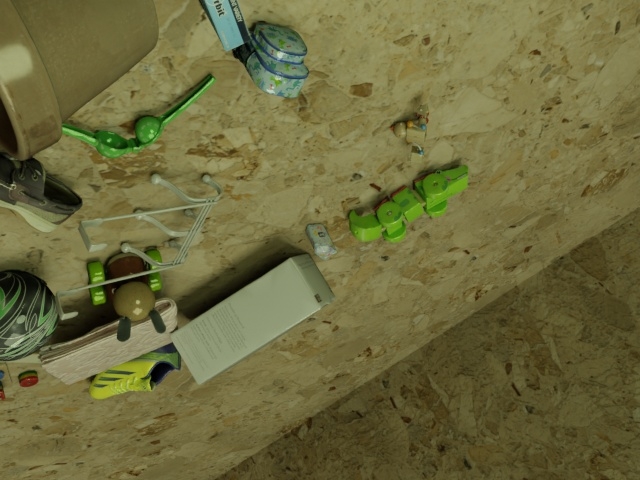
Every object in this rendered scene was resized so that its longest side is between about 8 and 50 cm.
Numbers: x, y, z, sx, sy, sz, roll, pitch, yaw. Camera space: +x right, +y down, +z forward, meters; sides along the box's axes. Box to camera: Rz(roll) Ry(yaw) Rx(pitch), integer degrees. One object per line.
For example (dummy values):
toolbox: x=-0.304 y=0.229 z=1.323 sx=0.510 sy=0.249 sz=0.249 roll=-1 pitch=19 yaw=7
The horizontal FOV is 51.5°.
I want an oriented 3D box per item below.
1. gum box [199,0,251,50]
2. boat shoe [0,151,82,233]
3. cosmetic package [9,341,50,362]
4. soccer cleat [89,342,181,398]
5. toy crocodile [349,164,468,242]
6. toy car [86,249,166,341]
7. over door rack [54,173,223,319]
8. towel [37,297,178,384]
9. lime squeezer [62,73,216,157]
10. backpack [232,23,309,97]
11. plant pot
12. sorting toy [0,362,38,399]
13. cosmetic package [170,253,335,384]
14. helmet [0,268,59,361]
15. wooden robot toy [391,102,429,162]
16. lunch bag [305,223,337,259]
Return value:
gum box: x=-0.156 y=-0.357 z=0.832 sx=0.041 sy=0.184 sz=0.157 roll=-26 pitch=152 yaw=-3
boat shoe: x=-0.492 y=-0.099 z=1.079 sx=0.092 sy=0.103 sz=0.285 roll=-32 pitch=156 yaw=-1
cosmetic package: x=-0.688 y=0.248 z=1.531 sx=0.041 sy=0.060 sz=0.115 roll=-41 pitch=150 yaw=23
soccer cleat: x=-0.513 y=0.375 z=1.827 sx=0.289 sy=0.121 sz=0.093 roll=-30 pitch=152 yaw=7
toy crocodile: x=0.232 y=-0.097 z=1.707 sx=0.340 sy=0.105 sz=0.115 roll=-31 pitch=152 yaw=-2
toy car: x=-0.405 y=0.134 z=1.438 sx=0.155 sy=0.188 sz=0.149 roll=-13 pitch=147 yaw=-24
over door rack: x=-0.364 y=-0.007 z=1.298 sx=0.324 sy=0.108 sz=0.239 roll=-28 pitch=161 yaw=-46
towel: x=-0.501 y=0.250 z=1.620 sx=0.316 sy=0.053 sz=0.332 roll=-22 pitch=166 yaw=-18
lime squeezer: x=-0.322 y=-0.200 z=1.117 sx=0.310 sy=0.059 sz=0.110 roll=-16 pitch=120 yaw=-16
backpack: x=-0.072 y=-0.295 z=1.084 sx=0.105 sy=0.114 sz=0.084 roll=-2 pitch=144 yaw=-37
plant pot: x=-0.331 y=-0.263 z=0.811 sx=0.229 sy=0.263 sz=0.263 roll=-33 pitch=157 yaw=-26
sorting toy: x=-0.834 y=0.360 z=1.609 sx=0.274 sy=0.046 sz=0.132 roll=-12 pitch=149 yaw=-25
cosmetic package: x=-0.168 y=0.198 z=1.724 sx=0.385 sy=0.156 sz=0.217 roll=-34 pitch=175 yaw=9
helmet: x=-0.605 y=0.153 z=1.307 sx=0.169 sy=0.161 sz=0.169 roll=-23 pitch=138 yaw=-22
wooden robot toy: x=0.197 y=-0.246 z=1.474 sx=0.079 sy=0.076 sz=0.173 roll=8 pitch=152 yaw=9
lunch bag: x=0.000 y=0.000 z=1.686 sx=0.053 sy=0.071 sz=0.083 roll=-32 pitch=151 yaw=13
